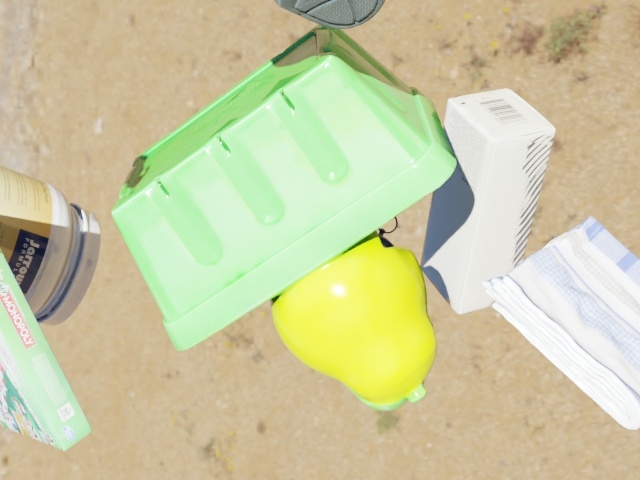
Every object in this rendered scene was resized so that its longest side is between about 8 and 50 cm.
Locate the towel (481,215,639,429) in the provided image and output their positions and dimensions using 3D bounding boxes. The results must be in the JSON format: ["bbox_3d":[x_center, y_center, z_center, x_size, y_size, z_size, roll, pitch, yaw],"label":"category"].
[{"bbox_3d":[0.315,0.076,1.077,0.209,0.285,0.034,45,126,17],"label":"towel"}]

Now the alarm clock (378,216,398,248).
[{"bbox_3d":[0.084,0.036,1.725,0.192,0.129,0.064,-63,-3,-10],"label":"alarm clock"}]

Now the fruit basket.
[{"bbox_3d":[0.000,0.000,1.100,0.283,0.392,0.392,-92,17,-64],"label":"fruit basket"}]

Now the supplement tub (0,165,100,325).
[{"bbox_3d":[-0.512,-0.005,1.458,0.228,0.316,0.228,-27,53,41],"label":"supplement tub"}]

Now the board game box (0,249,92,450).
[{"bbox_3d":[-0.402,0.092,1.168,0.213,0.046,0.317,1,118,49],"label":"board game box"}]

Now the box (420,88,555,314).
[{"bbox_3d":[0.208,-0.047,1.265,0.113,0.094,0.275,-125,30,-44],"label":"box"}]

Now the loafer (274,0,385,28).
[{"bbox_3d":[-0.057,-0.261,0.797,0.096,0.267,0.084,-32,51,34],"label":"loafer"}]
